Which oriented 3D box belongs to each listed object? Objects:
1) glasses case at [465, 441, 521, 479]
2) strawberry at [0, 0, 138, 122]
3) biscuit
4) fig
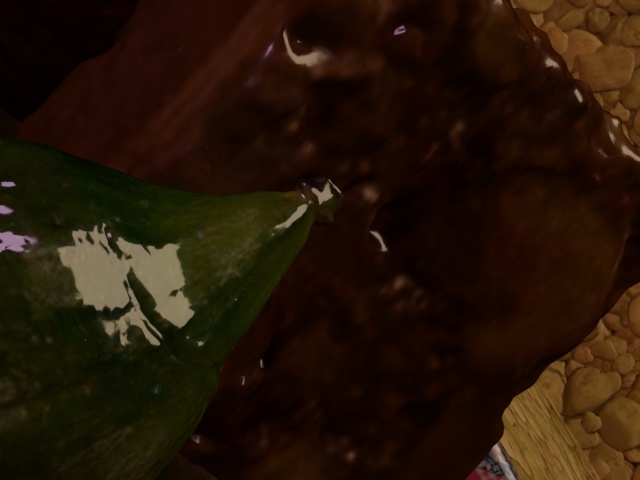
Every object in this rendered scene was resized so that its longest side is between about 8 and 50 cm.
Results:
[{"bbox_3d":[0.108,0.215,1.662,0.327,0.125,0.076,62,6,15],"label":"glasses case"},{"bbox_3d":[-0.158,-0.160,1.185,0.265,0.149,0.336,38,-13,5],"label":"strawberry"},{"bbox_3d":[0.007,-0.011,1.139,0.166,0.343,0.395,42,0,43],"label":"biscuit"},{"bbox_3d":[-0.107,0.021,0.857,0.203,0.235,0.203,57,15,-25],"label":"fig"}]
